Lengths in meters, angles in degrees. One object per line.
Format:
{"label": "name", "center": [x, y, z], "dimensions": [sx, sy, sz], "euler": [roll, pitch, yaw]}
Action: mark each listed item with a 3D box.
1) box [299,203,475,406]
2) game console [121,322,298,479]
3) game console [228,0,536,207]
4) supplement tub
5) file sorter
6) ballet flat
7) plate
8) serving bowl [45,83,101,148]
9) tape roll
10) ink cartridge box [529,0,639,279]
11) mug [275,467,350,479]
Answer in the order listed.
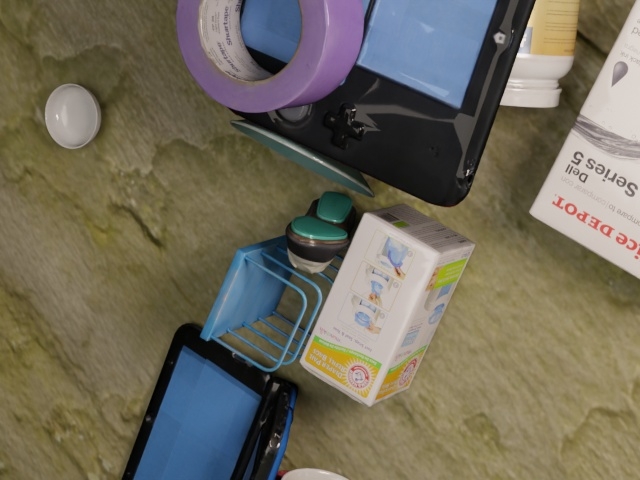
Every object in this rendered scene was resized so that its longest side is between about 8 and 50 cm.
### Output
{"label": "box", "center": [0.076, 0.073, 1.995], "dimensions": [0.103, 0.114, 0.203], "euler": [30, 108, 21]}
{"label": "game console", "center": [-0.155, 0.290, 2.125], "dimensions": [0.173, 0.250, 0.293], "euler": [20, 108, -2]}
{"label": "game console", "center": [0.061, -0.269, 1.831], "dimensions": [0.342, 0.060, 0.387], "euler": [27, 111, 26]}
{"label": "supplement tub", "center": [0.206, -0.250, 1.865], "dimensions": [0.144, 0.144, 0.200], "euler": [10, 101, 27]}
{"label": "file sorter", "center": [-0.039, 0.073, 2.029], "dimensions": [0.104, 0.170, 0.118], "euler": [31, 110, 18]}
{"label": "ballet flat", "center": [0.000, 0.000, 1.982], "dimensions": [0.074, 0.203, 0.074], "euler": [3, 105, 11]}
{"label": "plate", "center": [-0.017, -0.102, 1.991], "dimensions": [0.188, 0.188, 0.024], "euler": [27, 89, 23]}
{"label": "serving bowl", "center": [-0.313, -0.160, 2.228], "dimensions": [0.083, 0.027, 0.083], "euler": [4, 99, 28]}
{"label": "tape roll", "center": [-0.054, -0.231, 1.831], "dimensions": [0.189, 0.080, 0.189], "euler": [6, 102, 30]}
{"label": "ink cartridge box", "center": [0.373, -0.099, 1.809], "dimensions": [0.198, 0.114, 0.273], "euler": [32, 110, 21]}
{"label": "mug", "center": [-0.017, 0.369, 2.108], "dimensions": [0.113, 0.150, 0.169], "euler": [12, 110, -10]}
